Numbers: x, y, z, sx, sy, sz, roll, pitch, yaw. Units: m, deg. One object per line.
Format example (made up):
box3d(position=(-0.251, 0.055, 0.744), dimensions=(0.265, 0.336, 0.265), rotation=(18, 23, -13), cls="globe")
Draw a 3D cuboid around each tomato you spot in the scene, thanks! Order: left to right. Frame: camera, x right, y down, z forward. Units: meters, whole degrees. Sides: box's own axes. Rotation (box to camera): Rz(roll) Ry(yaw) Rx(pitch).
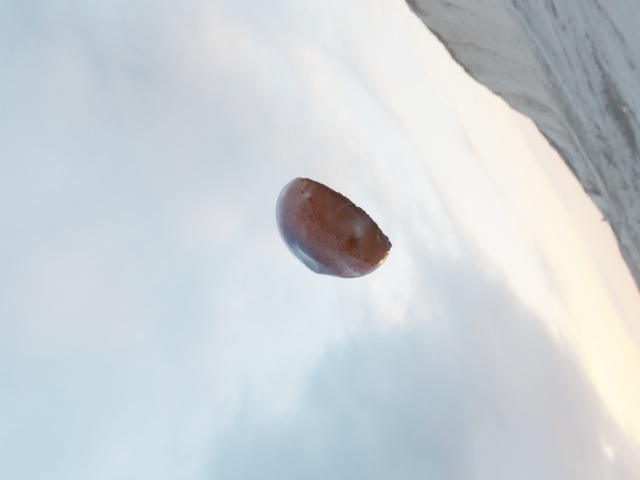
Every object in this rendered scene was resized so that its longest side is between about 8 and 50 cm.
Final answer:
box3d(position=(0.000, 0.000, 0.635), dimensions=(0.156, 0.155, 0.069), rotation=(48, -112, -29), cls="tomato")
